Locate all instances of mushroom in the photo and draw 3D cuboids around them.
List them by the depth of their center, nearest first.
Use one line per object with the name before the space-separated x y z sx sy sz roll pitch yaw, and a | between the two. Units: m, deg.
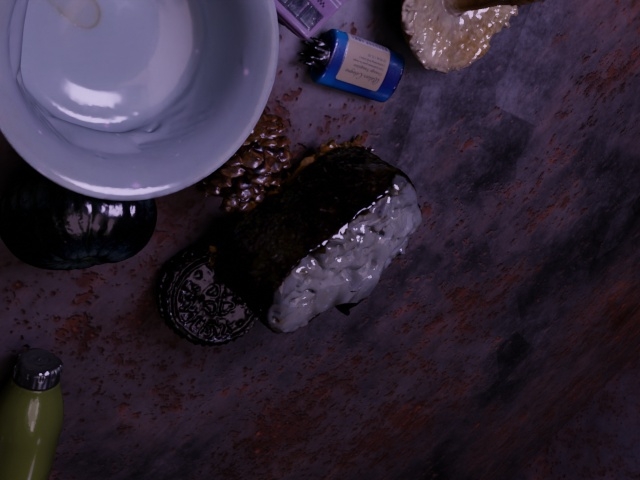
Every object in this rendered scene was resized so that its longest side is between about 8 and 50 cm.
mushroom | 0.226 -0.360 0.964 0.207 0.302 0.233 13 102 -4

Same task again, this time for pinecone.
pinecone | -0.123 -0.121 0.971 0.173 0.173 0.174 -18 129 -23

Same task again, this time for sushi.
sushi | 0.000 0.000 1.092 0.348 0.207 0.234 -36 146 -21

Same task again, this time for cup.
cup | -0.237 -0.237 0.795 0.347 0.163 0.347 -21 129 -28

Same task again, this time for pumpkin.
pumpkin | -0.323 -0.034 0.887 0.202 0.202 0.140 -5 79 -32

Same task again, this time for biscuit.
biscuit | -0.182 0.092 1.131 0.194 0.053 0.195 -9 110 -24

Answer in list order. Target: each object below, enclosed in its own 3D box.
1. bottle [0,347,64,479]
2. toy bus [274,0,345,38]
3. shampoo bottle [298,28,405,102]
bottle | -0.470 0.292 1.061 0.112 0.112 0.260 4 118 -36
toy bus | -0.062 -0.366 0.882 0.108 0.096 0.199 -47 138 10
shampoo bottle | 0.048 -0.278 1.050 0.183 0.050 0.087 7 120 -37
